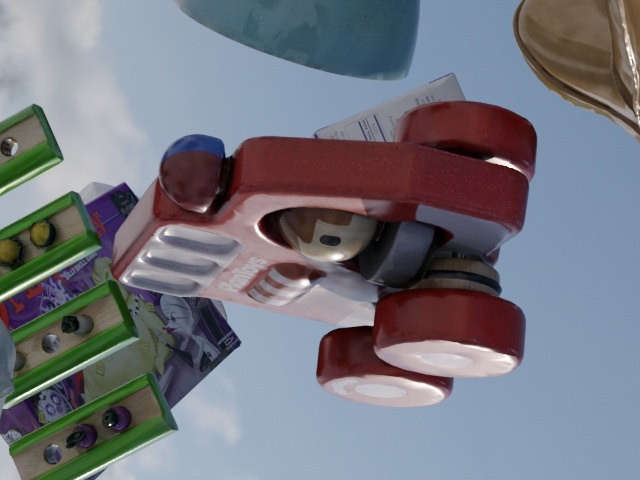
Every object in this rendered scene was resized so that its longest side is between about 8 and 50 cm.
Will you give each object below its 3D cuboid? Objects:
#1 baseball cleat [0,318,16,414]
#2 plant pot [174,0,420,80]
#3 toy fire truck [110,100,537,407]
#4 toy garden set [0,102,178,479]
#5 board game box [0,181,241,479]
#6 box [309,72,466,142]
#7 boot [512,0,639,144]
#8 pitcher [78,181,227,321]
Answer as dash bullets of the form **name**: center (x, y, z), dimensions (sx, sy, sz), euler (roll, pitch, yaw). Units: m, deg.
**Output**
- **baseball cleat**: center (-0.230, 0.105, 0.988), dimensions (0.109, 0.072, 0.206), euler (50, -53, 38)
- **plant pot**: center (-0.003, -0.329, 1.940), dimensions (0.290, 0.290, 0.195), euler (-126, -129, -60)
- **toy fire truck**: center (0.000, 0.000, 1.145), dimensions (0.302, 0.254, 0.169), euler (139, -40, -67)
- **toy garden set**: center (-0.235, 0.059, 1.109), dimensions (0.244, 0.204, 0.049), euler (65, 10, 14)
- **board game box**: center (-0.210, 0.083, 1.546), dimensions (0.056, 0.208, 0.347), euler (-39, -178, 27)
- **box**: center (0.075, -0.061, 1.468), dimensions (0.072, 0.137, 0.126), euler (163, -96, -82)
- **boot**: center (0.223, -0.170, 1.205), dimensions (0.236, 0.089, 0.269), euler (39, -8, 25)
- **pitcher**: center (-0.201, 0.027, 1.851), dimensions (0.125, 0.207, 0.178), euler (-44, -165, 9)
